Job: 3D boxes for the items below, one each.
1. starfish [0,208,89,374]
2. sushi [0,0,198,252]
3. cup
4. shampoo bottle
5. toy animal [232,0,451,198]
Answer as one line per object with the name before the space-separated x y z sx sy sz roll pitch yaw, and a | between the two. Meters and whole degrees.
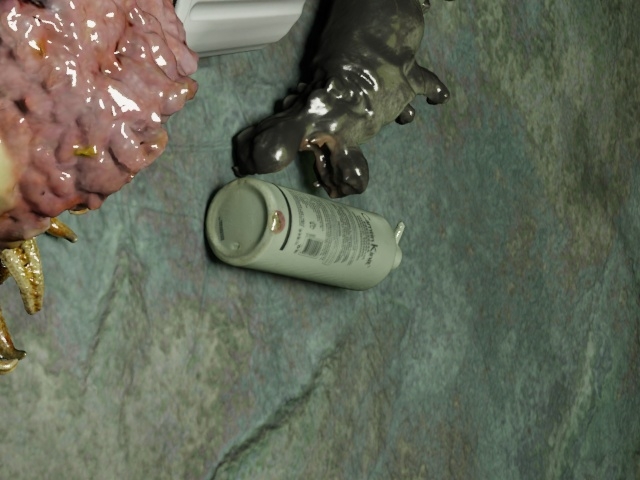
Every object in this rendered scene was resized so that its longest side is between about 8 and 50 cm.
starfish | -0.234 0.026 1.119 0.074 0.146 0.190 27 51 -12
sushi | -0.224 -0.108 1.008 0.171 0.270 0.236 49 39 -35
cup | -0.122 -0.258 1.240 0.202 0.167 0.221 -14 101 -55
shampoo bottle | 0.000 0.000 1.452 0.262 0.085 0.085 14 77 -53
toy animal | 0.044 -0.167 1.485 0.168 0.106 0.343 38 58 -23
